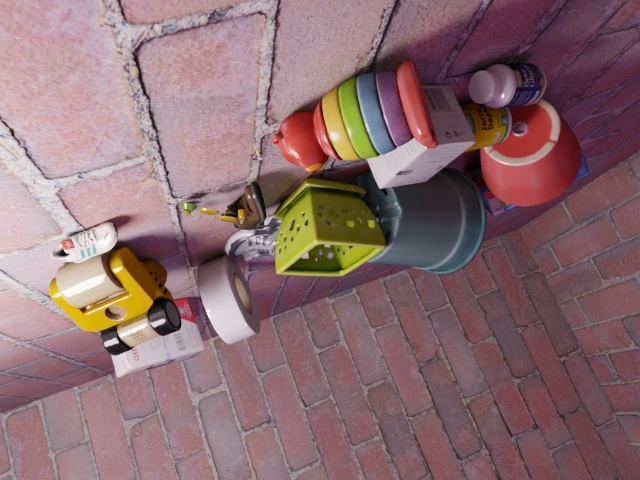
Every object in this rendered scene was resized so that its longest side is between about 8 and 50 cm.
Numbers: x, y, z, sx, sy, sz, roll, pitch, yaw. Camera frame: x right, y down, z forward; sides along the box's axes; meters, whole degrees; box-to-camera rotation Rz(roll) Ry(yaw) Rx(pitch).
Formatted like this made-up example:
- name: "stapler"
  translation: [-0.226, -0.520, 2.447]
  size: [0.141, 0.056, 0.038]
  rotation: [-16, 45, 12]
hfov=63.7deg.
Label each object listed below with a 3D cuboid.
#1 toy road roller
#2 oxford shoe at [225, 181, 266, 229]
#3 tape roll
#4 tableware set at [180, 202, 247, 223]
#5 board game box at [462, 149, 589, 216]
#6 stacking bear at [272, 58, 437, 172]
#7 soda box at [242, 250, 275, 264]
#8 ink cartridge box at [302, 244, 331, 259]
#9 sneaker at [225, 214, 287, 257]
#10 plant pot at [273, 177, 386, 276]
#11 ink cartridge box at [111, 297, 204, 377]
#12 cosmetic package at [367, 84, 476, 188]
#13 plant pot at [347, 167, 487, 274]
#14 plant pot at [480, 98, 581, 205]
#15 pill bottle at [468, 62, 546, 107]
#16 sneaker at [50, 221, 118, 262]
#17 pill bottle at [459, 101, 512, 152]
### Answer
- name: "toy road roller"
  translation: [-0.529, 0.126, 1.384]
  size: [0.203, 0.240, 0.329]
  rotation: [-23, 128, 6]
- name: "oxford shoe"
  translation: [-0.187, -0.074, 1.289]
  size: [0.096, 0.082, 0.227]
  rotation: [-9, 160, -14]
- name: "tape roll"
  translation: [-0.296, 0.192, 1.684]
  size: [0.100, 0.286, 0.286]
  rotation: [-22, 166, 1]
- name: "tableware set"
  translation: [-0.251, -0.069, 1.218]
  size: [0.154, 0.024, 0.104]
  rotation: [7, 168, -12]
- name: "board game box"
  translation: [0.651, -0.222, 1.676]
  size: [0.308, 0.086, 0.302]
  rotation: [-25, -163, 13]
- name: "stacking bear"
  translation: [0.055, -0.216, 0.974]
  size: [0.289, 0.164, 0.175]
  rotation: [-15, -178, 17]
- name: "soda box"
  translation: [-0.195, 0.041, 1.736]
  size: [0.063, 0.058, 0.183]
  rotation: [-26, 166, 18]
- name: "ink cartridge box"
  translation: [0.000, 0.000, 1.758]
  size: [0.273, 0.114, 0.197]
  rotation: [-22, 167, -2]
- name: "sneaker"
  translation: [-0.156, 0.022, 1.530]
  size: [0.269, 0.153, 0.101]
  rotation: [-26, 165, 17]
- name: "plant pot"
  translation: [0.009, -0.037, 1.392]
  size: [0.227, 0.207, 0.228]
  rotation: [4, 153, -33]
- name: "ink cartridge box"
  translation: [-0.623, 0.358, 1.934]
  size: [0.306, 0.226, 0.131]
  rotation: [-6, 157, -44]
- name: "cosmetic package"
  translation: [0.208, -0.229, 1.146]
  size: [0.151, 0.151, 0.184]
  rotation: [-12, 163, -32]
- name: "plant pot"
  translation: [0.252, -0.065, 1.532]
  size: [0.334, 0.341, 0.341]
  rotation: [2, 154, -39]
- name: "plant pot"
  translation: [0.561, -0.256, 1.412]
  size: [0.275, 0.274, 0.243]
  rotation: [-27, 155, 20]
- name: "pill bottle"
  translation: [0.413, -0.344, 1.145]
  size: [0.170, 0.094, 0.094]
  rotation: [-13, 163, -31]
- name: "sneaker"
  translation: [-0.522, 0.008, 1.136]
  size: [0.161, 0.057, 0.075]
  rotation: [-24, 171, 20]
- name: "pill bottle"
  translation: [0.351, -0.275, 1.262]
  size: [0.209, 0.117, 0.117]
  rotation: [-16, 165, -19]
